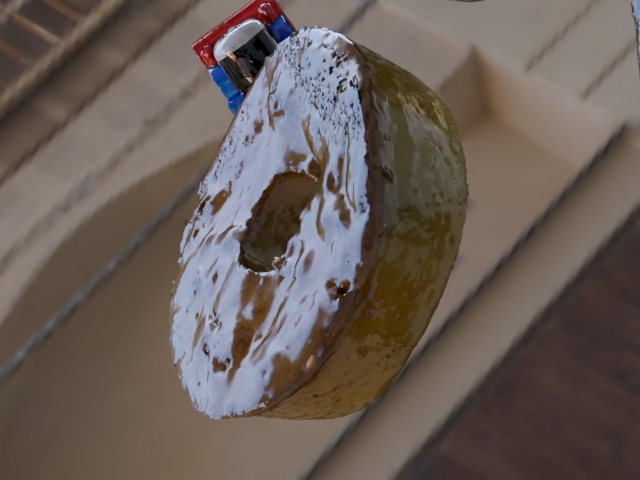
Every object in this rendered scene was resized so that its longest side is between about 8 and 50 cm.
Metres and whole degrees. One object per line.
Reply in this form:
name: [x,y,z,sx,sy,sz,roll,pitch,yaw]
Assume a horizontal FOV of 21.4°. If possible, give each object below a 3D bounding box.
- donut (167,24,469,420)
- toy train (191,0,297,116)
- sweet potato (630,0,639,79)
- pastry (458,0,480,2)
donut: [0.001,-0.002,1.167,0.108,0.277,0.277,17,-75,-26]
toy train: [-0.013,-0.094,1.358,0.083,0.204,0.131,-36,12,8]
sweet potato: [0.268,-0.168,1.294,0.060,0.068,0.206,140,141,-65]
pastry: [0.105,-0.246,1.177,0.166,0.166,0.088,-55,-27,-7]
